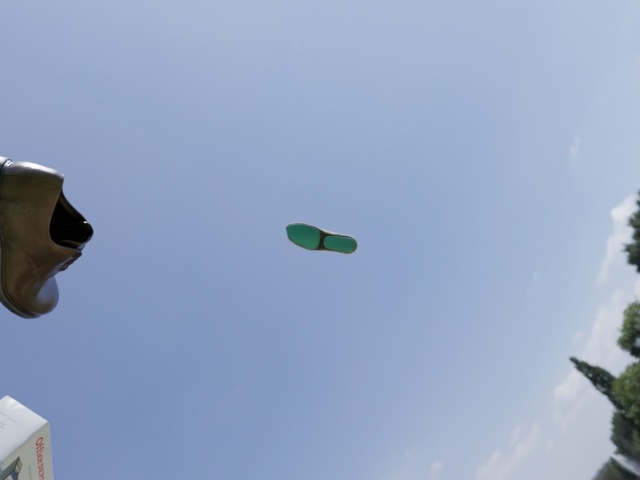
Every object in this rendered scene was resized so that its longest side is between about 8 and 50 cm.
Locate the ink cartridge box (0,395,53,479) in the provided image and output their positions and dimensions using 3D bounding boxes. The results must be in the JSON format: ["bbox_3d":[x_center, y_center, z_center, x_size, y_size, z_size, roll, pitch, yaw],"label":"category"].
[{"bbox_3d":[-0.487,0.347,0.765,0.212,0.093,0.154,-48,-21,-54],"label":"ink cartridge box"}]

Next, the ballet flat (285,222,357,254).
[{"bbox_3d":[0.000,0.000,1.249,0.052,0.168,0.057,-172,98,-85],"label":"ballet flat"}]

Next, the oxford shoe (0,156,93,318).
[{"bbox_3d":[-0.292,0.014,0.584,0.096,0.082,0.227,6,-40,-14],"label":"oxford shoe"}]
